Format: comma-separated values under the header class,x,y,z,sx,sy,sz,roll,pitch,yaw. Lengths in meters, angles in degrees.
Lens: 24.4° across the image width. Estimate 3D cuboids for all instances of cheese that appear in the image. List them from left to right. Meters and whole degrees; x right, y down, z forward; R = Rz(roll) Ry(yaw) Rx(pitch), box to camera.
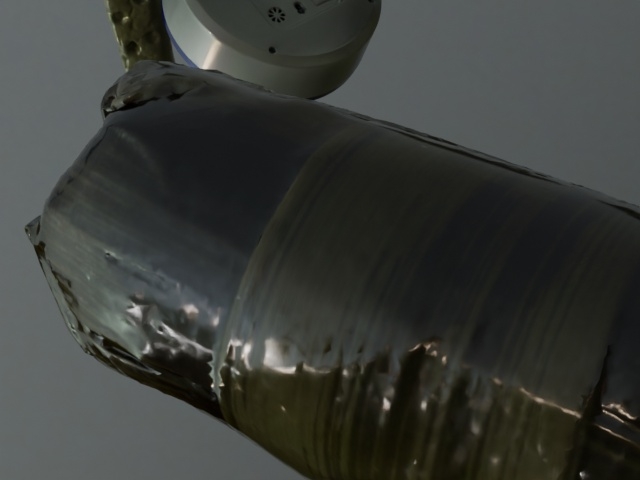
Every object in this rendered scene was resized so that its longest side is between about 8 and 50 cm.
class,x,y,z,sx,sy,sz,roll,pitch,yaw
cheese,-0.205,-0.249,1.651,0.065,0.043,0.194,-14,-42,-7

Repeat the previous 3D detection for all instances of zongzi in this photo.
class,x,y,z,sx,sy,sz,roll,pitch,yaw
zongzi,0.062,0.035,0.582,0.134,0.286,0.288,-67,-22,4

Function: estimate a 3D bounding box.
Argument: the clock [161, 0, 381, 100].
class,x,y,z,sx,sy,sz,roll,pitch,yaw
clock,-0.051,-0.259,1.581,0.230,0.230,0.083,-22,-19,-31
